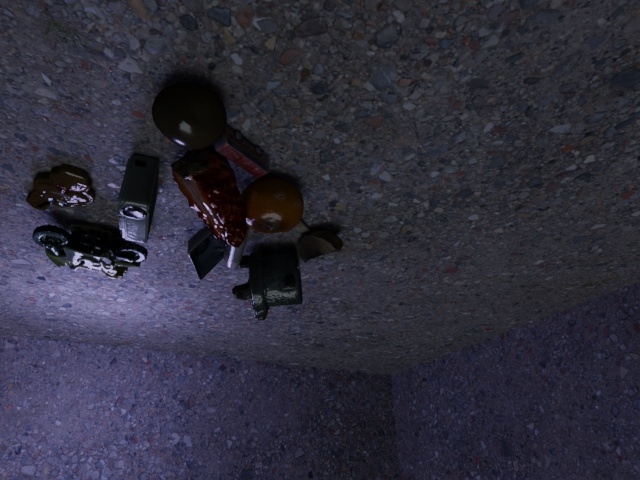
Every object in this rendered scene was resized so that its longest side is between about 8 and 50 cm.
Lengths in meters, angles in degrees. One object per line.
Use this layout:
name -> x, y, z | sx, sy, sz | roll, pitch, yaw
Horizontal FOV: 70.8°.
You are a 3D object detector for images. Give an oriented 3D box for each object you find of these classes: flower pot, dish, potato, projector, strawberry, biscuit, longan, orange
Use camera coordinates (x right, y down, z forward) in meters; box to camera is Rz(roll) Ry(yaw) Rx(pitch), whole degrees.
flower pot -> -0.225, 0.192, 1.952 | 0.282, 0.299, 0.299 | -4, 151, -1
dish -> -0.477, 0.032, 1.852 | 0.080, 0.182, 0.243 | 34, 154, 16
potato -> 0.000, -0.001, 1.854 | 0.120, 0.100, 0.261 | 55, 146, -11
projector -> -0.597, -0.130, 1.475 | 0.099, 0.192, 0.257 | 9, 150, -18
strawberry -> -0.318, -0.138, 1.419 | 0.265, 0.149, 0.336 | 19, 142, 49
biscuit -> -0.905, -0.166, 1.562 | 0.319, 0.047, 0.183 | -12, 146, 22
longan -> -0.340, -0.324, 1.173 | 0.189, 0.189, 0.189 | 0, 151, 0
orange -> -0.168, -0.110, 1.540 | 0.224, 0.170, 0.224 | 0, 149, 0

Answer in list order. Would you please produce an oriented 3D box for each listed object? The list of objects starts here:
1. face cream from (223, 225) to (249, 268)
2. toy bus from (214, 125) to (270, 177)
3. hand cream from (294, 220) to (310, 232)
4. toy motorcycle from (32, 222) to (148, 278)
face cream -> -0.344, 0.007, 1.813 | 0.073, 0.107, 0.269 | -10, 150, -25
toy bus -> -0.234, -0.263, 1.359 | 0.065, 0.077, 0.192 | -23, 145, 31
hand cream -> -0.090, -0.060, 1.774 | 0.061, 0.039, 0.143 | -11, 154, 14
toy motorcycle -> -0.917, 0.042, 1.807 | 0.410, 0.169, 0.237 | 14, 149, -24
